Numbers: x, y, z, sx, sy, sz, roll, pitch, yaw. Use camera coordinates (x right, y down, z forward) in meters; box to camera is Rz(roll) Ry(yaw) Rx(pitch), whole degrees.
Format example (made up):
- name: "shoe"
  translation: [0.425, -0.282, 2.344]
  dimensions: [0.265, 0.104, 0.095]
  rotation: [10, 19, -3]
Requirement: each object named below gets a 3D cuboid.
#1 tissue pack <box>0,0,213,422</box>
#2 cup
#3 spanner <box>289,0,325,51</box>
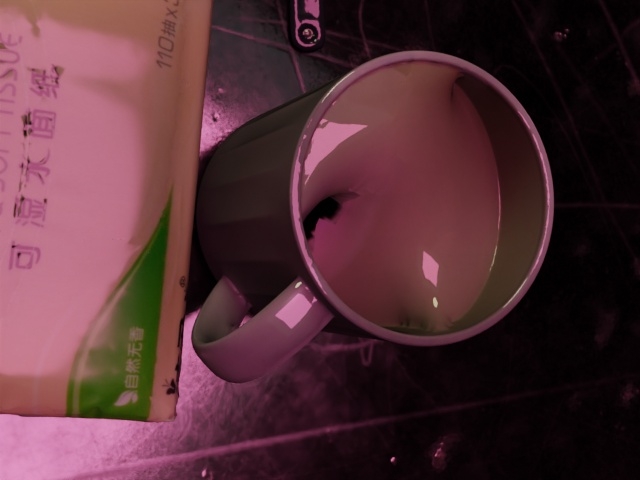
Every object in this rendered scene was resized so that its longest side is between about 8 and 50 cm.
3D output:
- name: "tissue pack"
  translation: [-0.275, -0.050, 0.770]
  dimensions: [0.332, 0.205, 0.404]
  rotation: [6, 85, -17]
- name: "cup"
  translation: [0.000, 0.000, 0.808]
  dimensions: [0.323, 0.327, 0.237]
  rotation: [-45, 104, -17]
- name: "spanner"
  translation: [-0.025, -0.370, 0.975]
  dimensions: [0.087, 0.024, 0.315]
  rotation: [-1, 90, -20]
